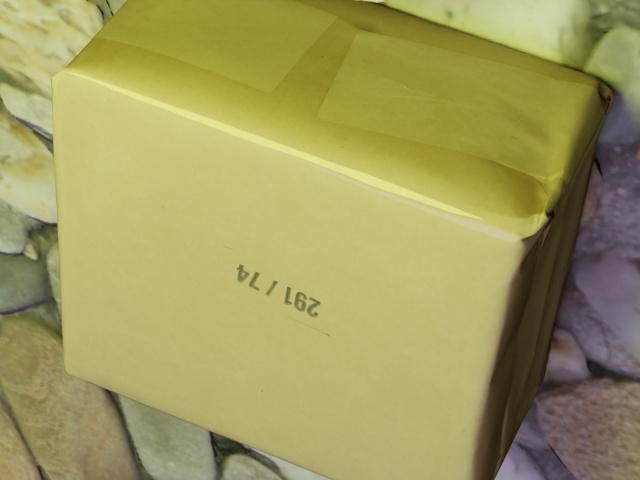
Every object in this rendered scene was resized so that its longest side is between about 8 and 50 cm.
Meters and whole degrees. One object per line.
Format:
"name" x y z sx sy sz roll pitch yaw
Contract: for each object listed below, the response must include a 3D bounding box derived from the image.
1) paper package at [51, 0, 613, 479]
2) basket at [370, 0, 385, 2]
"paper package" 0.000 0.000 1.325 0.325 0.168 0.309 20 136 15
"basket" -0.014 -0.218 1.181 0.167 0.103 0.113 10 133 24
